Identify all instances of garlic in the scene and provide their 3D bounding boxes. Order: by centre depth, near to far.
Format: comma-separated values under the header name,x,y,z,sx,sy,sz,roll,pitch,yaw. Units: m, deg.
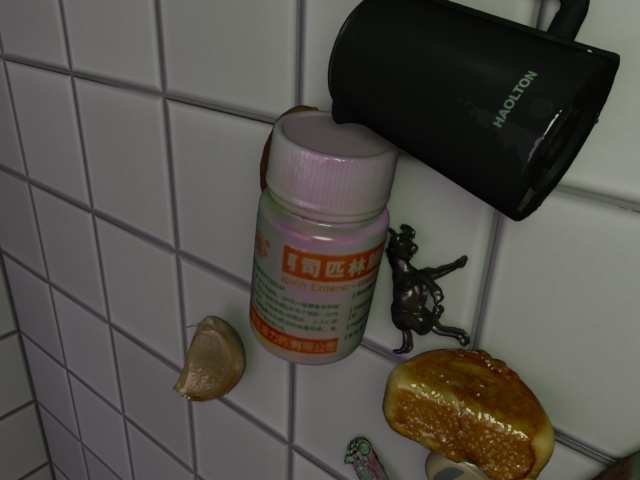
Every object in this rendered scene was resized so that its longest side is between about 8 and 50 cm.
name,x,y,z,sx,sy,sz,roll,pitch,yaw
garlic,-0.263,0.280,1.292,0.145,0.164,0.245,43,127,41

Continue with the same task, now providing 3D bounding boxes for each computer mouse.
name,x,y,z,sx,sy,sz,roll,pitch,yaw
computer mouse,0.293,0.438,0.928,0.236,0.082,0.145,40,129,8

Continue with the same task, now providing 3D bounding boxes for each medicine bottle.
name,x,y,z,sx,sy,sz,roll,pitch,yaw
medicine bottle,0.000,0.000,0.899,0.219,0.219,0.389,29,125,29

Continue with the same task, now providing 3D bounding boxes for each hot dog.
name,x,y,z,sx,sy,sz,roll,pitch,yaw
hot dog,0.236,0.264,0.856,0.256,0.153,0.150,21,117,18

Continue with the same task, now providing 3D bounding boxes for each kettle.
name,x,y,z,sx,sy,sz,roll,pitch,yaw
kettle,0.181,-0.212,0.670,0.308,0.203,0.262,37,131,27

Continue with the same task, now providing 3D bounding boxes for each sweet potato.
name,x,y,z,sx,sy,sz,roll,pitch,yaw
sweet potato,-0.065,-0.126,0.995,0.097,0.097,0.292,39,134,22

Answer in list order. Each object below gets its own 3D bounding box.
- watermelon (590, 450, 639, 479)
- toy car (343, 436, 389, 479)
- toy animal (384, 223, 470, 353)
name,x,y,z,sx,sy,sz,roll,pitch,yaw
watermelon,0.419,0.491,0.732,0.250,0.283,0.293,46,143,22
toy car,0.106,0.487,1.136,0.142,0.055,0.069,59,135,23
toy animal,0.167,0.090,0.904,0.148,0.084,0.233,15,116,51
